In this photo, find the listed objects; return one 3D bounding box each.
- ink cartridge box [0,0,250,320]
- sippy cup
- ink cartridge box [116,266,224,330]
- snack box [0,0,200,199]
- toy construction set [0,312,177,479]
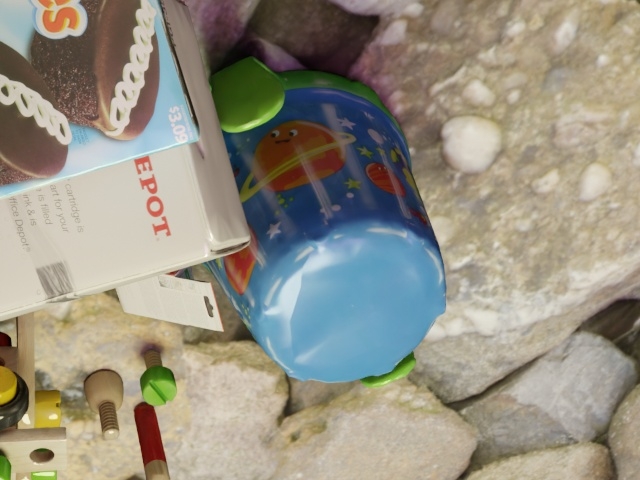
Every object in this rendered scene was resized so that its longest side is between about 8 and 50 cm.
[{"bbox_3d":[-0.217,-0.053,0.847,0.283,0.117,0.207,-15,90,13],"label":"ink cartridge box"},{"bbox_3d":[0.000,0.000,0.990,0.305,0.224,0.240,21,115,-29],"label":"sippy cup"},{"bbox_3d":[-0.140,0.046,1.053,0.115,0.029,0.063,9,130,24],"label":"ink cartridge box"},{"bbox_3d":[-0.210,-0.192,0.701,0.187,0.060,0.322,-17,100,-2],"label":"snack box"},{"bbox_3d":[-0.261,0.182,1.016,0.309,0.237,0.257,22,113,-30],"label":"toy construction set"}]
